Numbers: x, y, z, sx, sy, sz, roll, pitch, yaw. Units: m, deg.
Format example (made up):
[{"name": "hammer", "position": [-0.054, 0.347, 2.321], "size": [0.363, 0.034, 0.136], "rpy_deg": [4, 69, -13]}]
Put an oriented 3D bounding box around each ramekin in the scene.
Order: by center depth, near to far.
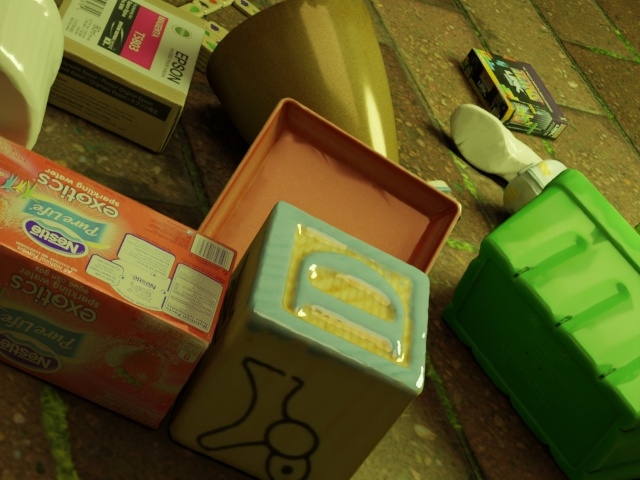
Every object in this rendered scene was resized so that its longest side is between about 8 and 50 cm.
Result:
[{"name": "ramekin", "position": [-0.402, -0.171, 1.211], "size": [0.277, 0.277, 0.135], "rpy_deg": [16, 45, -24]}]

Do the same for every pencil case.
[{"name": "pencil case", "position": [0.372, 0.007, 1.760], "size": [0.124, 0.113, 0.273], "rpy_deg": [29, 26, -48]}]

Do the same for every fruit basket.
[{"name": "fruit basket", "position": [0.400, 0.086, 1.530], "size": [0.392, 0.283, 0.392], "rpy_deg": [10, 47, -11]}]

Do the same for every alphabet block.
[{"name": "alphabet block", "position": [-0.018, 0.116, 1.230], "size": [0.192, 0.197, 0.193], "rpy_deg": [28, 35, -10]}]

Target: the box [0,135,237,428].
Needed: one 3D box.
[{"name": "box", "position": [-0.252, 0.037, 1.183], "size": [0.300, 0.142, 0.154], "rpy_deg": [26, 35, -11]}]

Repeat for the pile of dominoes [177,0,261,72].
[{"name": "pile of dominoes", "position": [-0.120, -0.310, 1.815], "size": [0.196, 0.040, 0.251], "rpy_deg": [38, 35, 6]}]

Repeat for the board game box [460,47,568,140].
[{"name": "board game box", "position": [0.340, -0.257, 2.122], "size": [0.141, 0.048, 0.170], "rpy_deg": [8, 42, -31]}]

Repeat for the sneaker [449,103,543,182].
[{"name": "sneaker", "position": [0.295, -0.140, 1.930], "size": [0.212, 0.080, 0.094], "rpy_deg": [42, 22, 0]}]

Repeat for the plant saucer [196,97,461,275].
[{"name": "plant saucer", "position": [0.000, 0.000, 1.429], "size": [0.258, 0.048, 0.259], "rpy_deg": [32, 69, -3]}]

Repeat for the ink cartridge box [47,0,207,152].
[{"name": "ink cartridge box", "position": [-0.261, -0.243, 1.573], "size": [0.193, 0.088, 0.234], "rpy_deg": [23, 35, -13]}]

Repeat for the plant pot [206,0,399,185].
[{"name": "plant pot", "position": [0.003, -0.153, 1.583], "size": [0.237, 0.237, 0.254], "rpy_deg": [-3, 61, -41]}]

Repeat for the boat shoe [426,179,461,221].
[{"name": "boat shoe", "position": [0.137, -0.043, 1.671], "size": [0.183, 0.066, 0.066], "rpy_deg": [-14, 57, -48]}]
